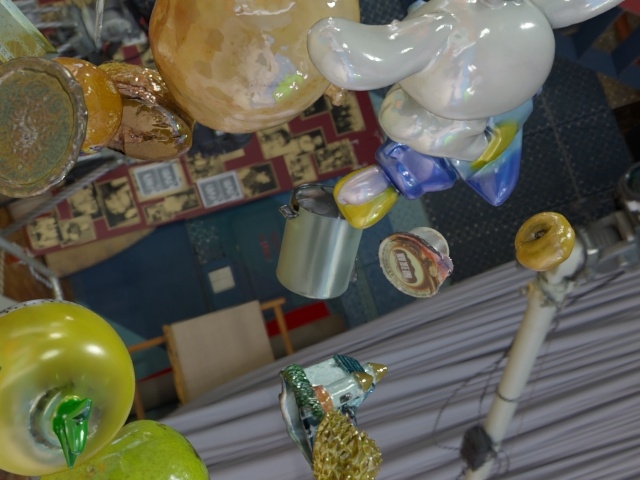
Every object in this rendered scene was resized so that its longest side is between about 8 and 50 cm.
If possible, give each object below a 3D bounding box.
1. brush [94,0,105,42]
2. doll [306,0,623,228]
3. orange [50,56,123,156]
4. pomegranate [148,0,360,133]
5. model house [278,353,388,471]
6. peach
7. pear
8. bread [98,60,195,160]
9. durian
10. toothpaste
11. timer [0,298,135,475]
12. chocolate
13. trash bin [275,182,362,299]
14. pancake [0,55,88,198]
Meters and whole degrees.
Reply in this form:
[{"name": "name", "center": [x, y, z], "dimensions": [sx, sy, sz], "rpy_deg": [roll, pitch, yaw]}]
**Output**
[{"name": "brush", "center": [-0.340, -0.460, 1.109], "dimensions": [0.103, 0.013, 0.272], "rpy_deg": [152, -57, -67]}, {"name": "doll", "center": [0.152, -0.171, 0.801], "dimensions": [0.365, 0.376, 0.187], "rpy_deg": [100, -18, -59]}, {"name": "orange", "center": [-0.439, -0.234, 1.223], "dimensions": [0.155, 0.177, 0.177], "rpy_deg": [-23, 95, -82]}, {"name": "pomegranate", "center": [-0.101, -0.388, 1.285], "dimensions": [0.411, 0.411, 0.411], "rpy_deg": [162, -90, -88]}, {"name": "model house", "center": [0.054, 0.380, 1.677], "dimensions": [0.184, 0.291, 0.253], "rpy_deg": [44, -29, 44]}, {"name": "peach", "center": [0.628, 0.004, 1.956], "dimensions": [0.103, 0.179, 0.179], "rpy_deg": [37, 16, -28]}, {"name": "pear", "center": [-0.385, 0.575, 1.403], "dimensions": [0.391, 0.391, 0.391], "rpy_deg": [162, -90, -88]}, {"name": "bread", "center": [-0.388, -0.264, 1.459], "dimensions": [0.195, 0.270, 0.142], "rpy_deg": [92, 11, -54]}, {"name": "durian", "center": [0.037, 0.439, 1.421], "dimensions": [0.165, 0.182, 0.132], "rpy_deg": [50, -50, 11]}, {"name": "toothpaste", "center": [-0.633, -0.443, 1.298], "dimensions": [0.313, 0.089, 0.071], "rpy_deg": [48, 14, -8]}, {"name": "timer", "center": [-0.393, 0.235, 1.032], "dimensions": [0.285, 0.285, 0.285], "rpy_deg": [162, -90, -88]}, {"name": "chocolate", "center": [0.278, 0.035, 1.880], "dimensions": [0.221, 0.147, 0.221], "rpy_deg": [29, -39, 27]}, {"name": "trash bin", "center": [0.000, 0.000, 1.964], "dimensions": [0.217, 0.277, 0.262], "rpy_deg": [50, -46, 49]}, {"name": "pancake", "center": [-0.402, -0.155, 0.942], "dimensions": [0.021, 0.199, 0.199], "rpy_deg": [37, 34, -78]}]
